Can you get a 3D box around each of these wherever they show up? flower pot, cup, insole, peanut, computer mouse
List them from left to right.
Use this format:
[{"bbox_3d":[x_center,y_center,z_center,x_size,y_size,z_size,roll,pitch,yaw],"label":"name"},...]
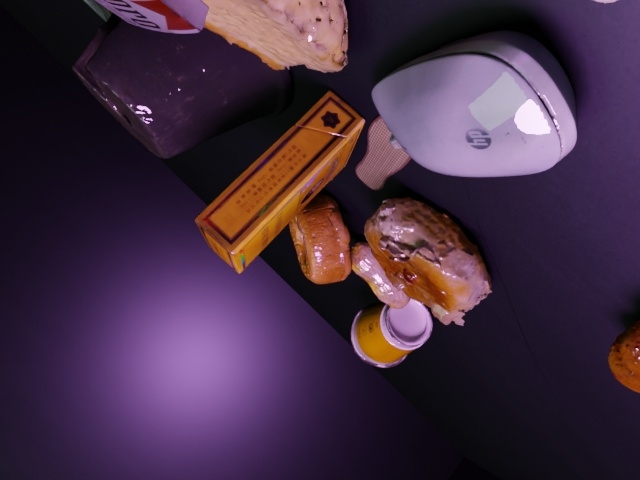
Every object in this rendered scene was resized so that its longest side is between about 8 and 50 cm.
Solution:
[{"bbox_3d":[-0.259,-0.300,0.833,0.379,0.251,0.379,38,164,13],"label":"flower pot"},{"bbox_3d":[0.150,0.087,1.158,0.207,0.087,0.087,48,165,-9],"label":"peanut"},{"bbox_3d":[0.103,-0.140,0.791,0.086,0.005,0.253,42,166,5],"label":"insole"},{"bbox_3d":[0.203,0.254,1.321,0.196,0.196,0.280,42,157,5],"label":"cup"},{"bbox_3d":[0.147,-0.130,0.525,0.159,0.097,0.288,46,165,-20],"label":"computer mouse"}]

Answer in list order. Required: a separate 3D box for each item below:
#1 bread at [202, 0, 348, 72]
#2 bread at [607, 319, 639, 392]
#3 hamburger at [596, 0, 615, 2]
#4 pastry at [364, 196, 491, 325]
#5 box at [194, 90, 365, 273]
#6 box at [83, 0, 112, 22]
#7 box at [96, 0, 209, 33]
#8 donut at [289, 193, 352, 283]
[{"bbox_3d":[-0.136,-0.287,0.519,0.248,0.279,0.316,19,141,42],"label":"bread"},{"bbox_3d":[0.418,0.102,0.483,0.124,0.084,0.344,15,157,14],"label":"bread"},{"bbox_3d":[0.167,-0.202,0.285,0.121,0.084,0.054,47,167,-7],"label":"hamburger"},{"bbox_3d":[0.184,0.038,0.849,0.257,0.121,0.236,39,165,20],"label":"pastry"},{"bbox_3d":[-0.066,-0.089,0.789,0.084,0.301,0.193,43,166,3],"label":"box"},{"bbox_3d":[-0.430,-0.538,0.900,0.180,0.103,0.250,45,167,-5],"label":"box"},{"bbox_3d":[-0.202,-0.252,0.424,0.115,0.036,0.177,18,-178,23],"label":"box"},{"bbox_3d":[0.000,-0.001,1.129,0.226,0.113,0.227,166,90,-77],"label":"donut"}]
